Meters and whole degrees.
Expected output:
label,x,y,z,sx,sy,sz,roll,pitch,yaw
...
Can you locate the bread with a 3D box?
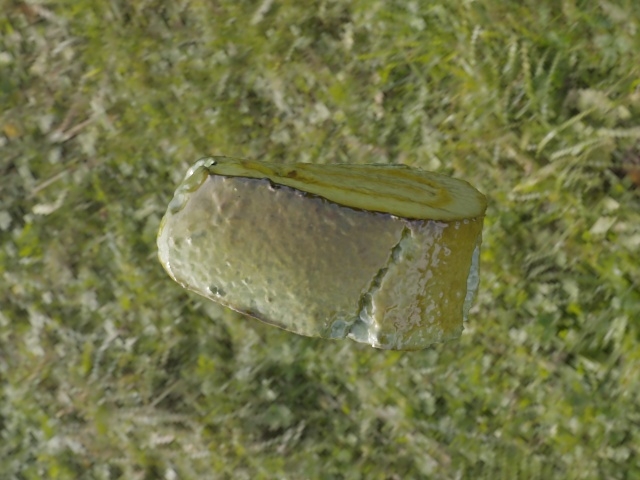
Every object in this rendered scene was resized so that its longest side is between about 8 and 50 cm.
label,x,y,z,sx,sy,sz,roll,pitch,yaw
bread,0.000,0.000,1.000,0.257,0.186,0.124,7,104,-7
